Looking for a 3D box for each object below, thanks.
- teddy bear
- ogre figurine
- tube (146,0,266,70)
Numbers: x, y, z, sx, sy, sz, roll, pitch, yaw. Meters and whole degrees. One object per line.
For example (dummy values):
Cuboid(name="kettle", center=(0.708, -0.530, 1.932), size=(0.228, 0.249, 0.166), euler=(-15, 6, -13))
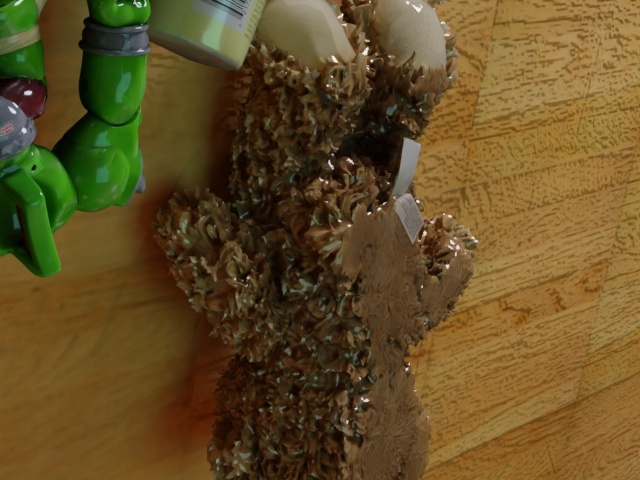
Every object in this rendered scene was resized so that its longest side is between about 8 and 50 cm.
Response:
Cuboid(name="teddy bear", center=(0.000, 0.000, 0.846), size=(0.245, 0.113, 0.338), euler=(-36, 127, -43))
Cuboid(name="ogre figurine", center=(-0.155, -0.045, 0.623), size=(0.197, 0.096, 0.118), euler=(-39, 128, -41))
Cuboid(name="tube", center=(-0.028, -0.209, 0.720), size=(0.062, 0.070, 0.240), euler=(21, 89, -10))
